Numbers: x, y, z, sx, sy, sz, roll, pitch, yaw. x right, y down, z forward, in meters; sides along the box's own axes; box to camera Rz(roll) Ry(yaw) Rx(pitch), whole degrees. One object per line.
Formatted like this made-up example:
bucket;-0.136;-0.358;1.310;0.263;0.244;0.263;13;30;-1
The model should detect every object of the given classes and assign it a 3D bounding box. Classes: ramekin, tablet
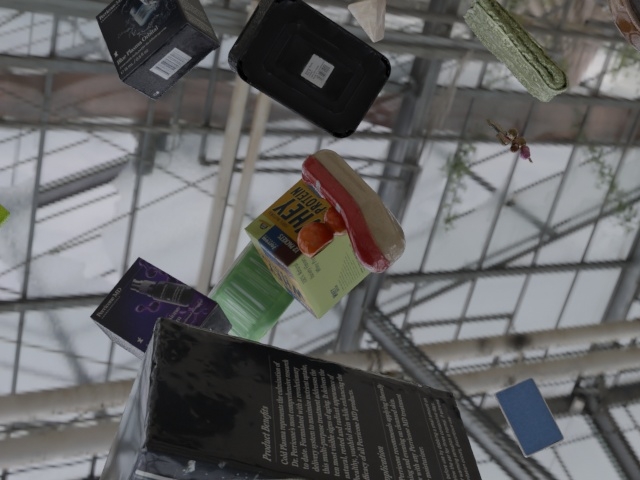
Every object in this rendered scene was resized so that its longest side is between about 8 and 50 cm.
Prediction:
ramekin;-0.135;0.091;2.147;0.148;0.303;0.303;38;-156;-4
tablet;0.248;0.210;1.120;0.054;0.006;0.083;-22;-108;-10

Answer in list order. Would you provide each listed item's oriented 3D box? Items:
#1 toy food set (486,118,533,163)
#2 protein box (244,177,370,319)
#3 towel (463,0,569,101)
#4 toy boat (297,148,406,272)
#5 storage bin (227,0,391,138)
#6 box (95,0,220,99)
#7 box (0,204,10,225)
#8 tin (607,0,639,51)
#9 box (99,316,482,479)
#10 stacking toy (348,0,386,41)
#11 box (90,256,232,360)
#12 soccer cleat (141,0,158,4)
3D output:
toy food set;0.356;-0.183;1.727;0.122;0.019;0.078;16;-137;-49
protein box;0.000;0.000;1.776;0.201;0.199;0.136;-42;-126;-12
towel;0.224;-0.221;1.088;0.148;0.027;0.110;47;-178;1
toy boat;0.028;-0.029;1.520;0.231;0.151;0.151;50;-178;38
storage bin;-0.015;-0.228;1.215;0.180;0.122;0.084;30;-172;-20
box;-0.274;-0.351;1.574;0.093;0.156;0.158;25;-146;-55
box;-0.523;0.017;1.347;0.042;0.178;0.109;44;163;-12
tin;0.254;-0.129;0.542;0.190;0.106;0.040;34;-176;-3
box;-0.084;0.424;1.356;0.472;0.479;0.297;17;-154;-13
stacking toy;0.020;-0.486;1.573;0.130;0.279;0.309;-28;-112;-30
box;-0.297;0.152;1.759;0.207;0.108;0.153;27;-111;23
soccer cleat;-0.134;-0.379;1.045;0.121;0.289;0.093;46;-162;-42
